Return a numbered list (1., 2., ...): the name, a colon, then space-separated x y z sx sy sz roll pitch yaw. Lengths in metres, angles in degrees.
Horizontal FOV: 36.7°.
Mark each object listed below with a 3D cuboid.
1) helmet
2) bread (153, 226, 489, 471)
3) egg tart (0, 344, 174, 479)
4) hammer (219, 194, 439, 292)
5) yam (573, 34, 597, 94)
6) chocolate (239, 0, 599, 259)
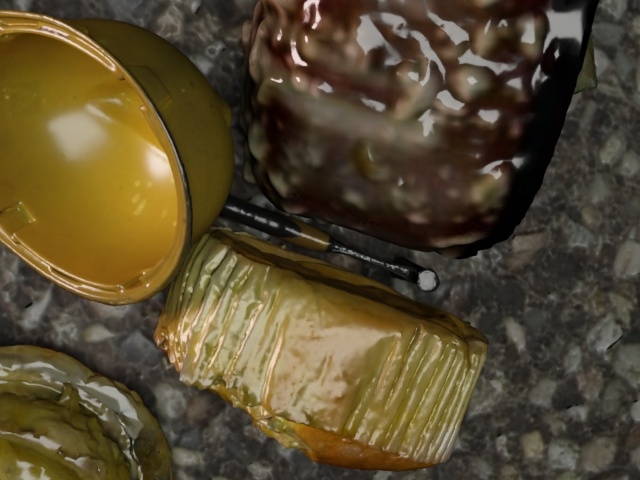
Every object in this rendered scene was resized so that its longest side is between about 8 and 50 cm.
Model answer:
1. helmet: -0.152 -0.078 0.705 0.140 0.257 0.205 -32 138 -47
2. bread: -0.002 0.086 0.747 0.250 0.179 0.133 20 98 -15
3. egg tart: -0.249 0.218 0.755 0.278 0.095 0.279 -2 99 -14
4. hammer: 0.000 0.000 0.798 0.201 0.078 0.021 20 92 -3
5. yam: 0.188 -0.203 0.801 0.068 0.068 0.169 -15 102 -10
6. chocolate: 0.050 -0.148 0.697 0.210 0.225 0.340 9 114 -9
